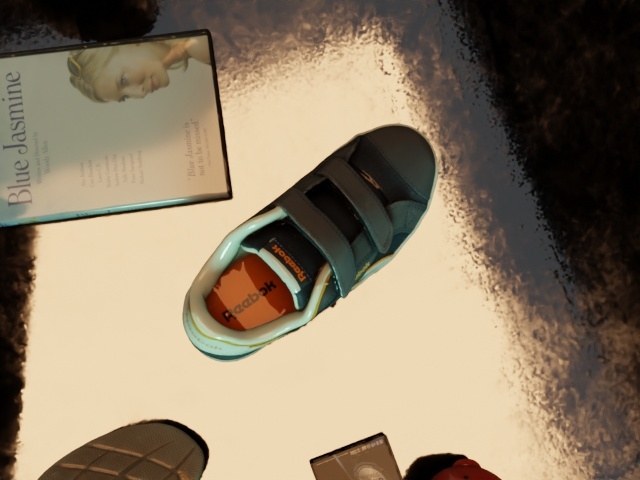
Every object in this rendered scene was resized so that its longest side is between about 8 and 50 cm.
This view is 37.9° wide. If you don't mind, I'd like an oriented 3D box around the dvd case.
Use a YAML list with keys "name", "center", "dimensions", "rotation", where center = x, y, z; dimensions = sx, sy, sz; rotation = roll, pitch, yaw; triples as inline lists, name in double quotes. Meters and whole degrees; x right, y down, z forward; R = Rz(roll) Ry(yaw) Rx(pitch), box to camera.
- name: "dvd case"
  center: [-0.228, -0.118, 0.966]
  dimensions: [0.253, 0.022, 0.180]
  rotation: [-8, 84, -4]

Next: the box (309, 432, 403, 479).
- name: "box"
  center: [0.039, 0.241, 0.939]
  dimensions: [0.083, 0.018, 0.067]
  rotation: [-19, 84, -5]

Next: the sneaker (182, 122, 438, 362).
- name: "sneaker"
  center: [0.000, 0.000, 0.914]
  dimensions: [0.321, 0.127, 0.126]
  rotation: [-44, 86, -8]

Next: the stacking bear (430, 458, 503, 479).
- name: "stacking bear"
  center: [0.075, 0.326, 0.865]
  dimensions: [0.289, 0.164, 0.175]
  rotation: [-39, 50, -17]

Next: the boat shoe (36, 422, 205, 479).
- name: "boat shoe"
  center: [-0.245, 0.299, 0.874]
  dimensions: [0.324, 0.116, 0.123]
  rotation: [-38, 70, -25]
